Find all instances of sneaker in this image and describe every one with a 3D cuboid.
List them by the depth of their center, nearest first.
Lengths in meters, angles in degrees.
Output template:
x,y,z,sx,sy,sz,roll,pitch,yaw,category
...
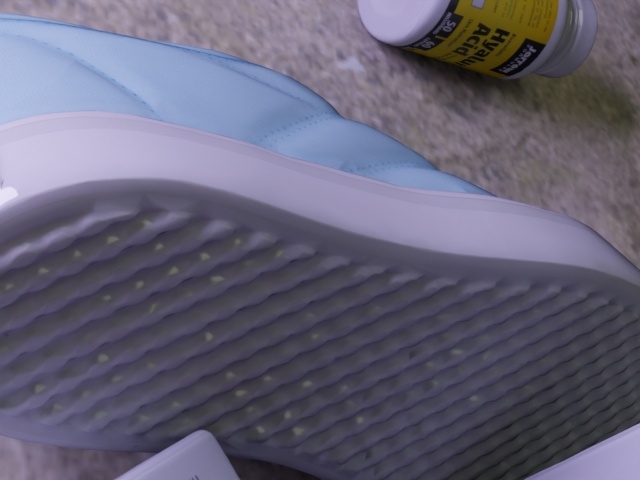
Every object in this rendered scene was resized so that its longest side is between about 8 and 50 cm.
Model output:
x,y,z,sx,sy,sz,roll,pitch,yaw,category
0.000,0.000,0.544,0.366,0.135,0.150,23,26,-46,sneaker

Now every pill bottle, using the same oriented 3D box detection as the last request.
x,y,z,sx,sy,sz,roll,pitch,yaw,category
0.080,-0.115,0.741,0.116,0.065,0.065,10,57,-38,pill bottle

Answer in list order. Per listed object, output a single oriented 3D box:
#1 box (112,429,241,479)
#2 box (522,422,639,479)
x,y,z,sx,sy,sz,roll,pitch,yaw,category
-0.060,0.128,0.427,0.102,0.087,0.101,-27,84,-49,box
0.157,0.257,0.482,0.215,0.168,0.345,22,51,-32,box
